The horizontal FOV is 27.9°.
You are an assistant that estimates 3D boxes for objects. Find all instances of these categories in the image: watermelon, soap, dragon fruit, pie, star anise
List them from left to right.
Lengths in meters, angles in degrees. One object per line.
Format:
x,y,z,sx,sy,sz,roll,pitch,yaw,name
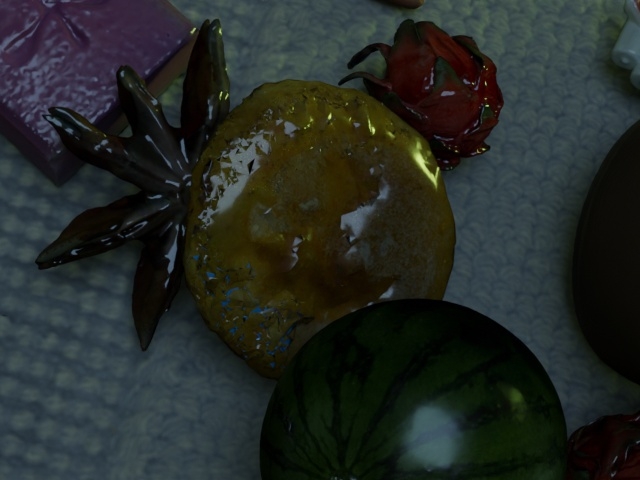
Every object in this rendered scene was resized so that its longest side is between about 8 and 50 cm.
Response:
-0.258,-0.201,1.128,0.259,0.081,0.181,44,72,4,soap
-0.115,-0.047,1.086,0.288,0.088,0.288,-4,99,-28,star anise
0.000,-0.001,1.073,0.273,0.069,0.273,-3,96,-25,pie
0.072,0.164,0.997,0.242,0.242,0.242,3,74,-10,watermelon
0.101,-0.133,1.163,0.121,0.130,0.142,-36,83,16,dragon fruit
0.271,0.221,1.055,0.188,0.182,0.182,3,73,-1,dragon fruit

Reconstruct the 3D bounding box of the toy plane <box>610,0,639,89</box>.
0.401,-0.175,1.224,0.252,0.118,0.252,2,75,-7,toy plane

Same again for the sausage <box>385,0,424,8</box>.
0.061,-0.246,1.224,0.083,0.034,0.034,23,71,-3,sausage

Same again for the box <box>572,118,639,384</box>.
0.378,0.023,1.066,0.301,0.216,0.301,-1,96,-5,box
